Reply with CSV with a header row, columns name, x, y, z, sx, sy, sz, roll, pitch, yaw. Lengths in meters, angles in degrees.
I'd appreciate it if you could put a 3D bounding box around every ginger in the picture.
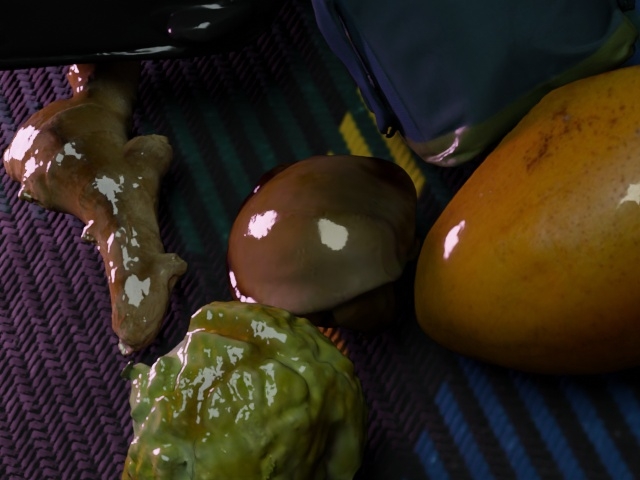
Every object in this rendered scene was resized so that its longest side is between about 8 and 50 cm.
name,x,y,z,sx,sy,sz,roll,pitch,yaw
ginger,-0.189,-0.052,1.533,0.148,0.081,0.333,-18,53,-10

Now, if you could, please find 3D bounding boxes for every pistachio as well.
name,x,y,z,sx,sy,sz,roll,pitch,yaw
pistachio,0.000,0.000,1.388,0.165,0.130,0.210,-37,37,-9

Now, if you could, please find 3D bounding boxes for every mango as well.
name,x,y,z,sx,sy,sz,roll,pitch,yaw
mango,0.220,-0.018,1.270,0.350,0.201,0.199,-30,23,12

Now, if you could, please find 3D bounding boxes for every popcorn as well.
name,x,y,z,sx,sy,sz,roll,pitch,yaw
popcorn,-0.070,0.143,1.296,0.212,0.198,0.198,-24,43,51

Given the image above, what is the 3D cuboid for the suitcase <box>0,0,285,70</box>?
name,x,y,z,sx,sy,sz,roll,pitch,yaw
suitcase,-0.179,-0.298,1.591,0.345,0.188,0.339,-3,35,20

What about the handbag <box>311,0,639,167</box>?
name,x,y,z,sx,sy,sz,roll,pitch,yaw
handbag,0.098,-0.210,1.363,0.222,0.241,0.263,-31,12,6
